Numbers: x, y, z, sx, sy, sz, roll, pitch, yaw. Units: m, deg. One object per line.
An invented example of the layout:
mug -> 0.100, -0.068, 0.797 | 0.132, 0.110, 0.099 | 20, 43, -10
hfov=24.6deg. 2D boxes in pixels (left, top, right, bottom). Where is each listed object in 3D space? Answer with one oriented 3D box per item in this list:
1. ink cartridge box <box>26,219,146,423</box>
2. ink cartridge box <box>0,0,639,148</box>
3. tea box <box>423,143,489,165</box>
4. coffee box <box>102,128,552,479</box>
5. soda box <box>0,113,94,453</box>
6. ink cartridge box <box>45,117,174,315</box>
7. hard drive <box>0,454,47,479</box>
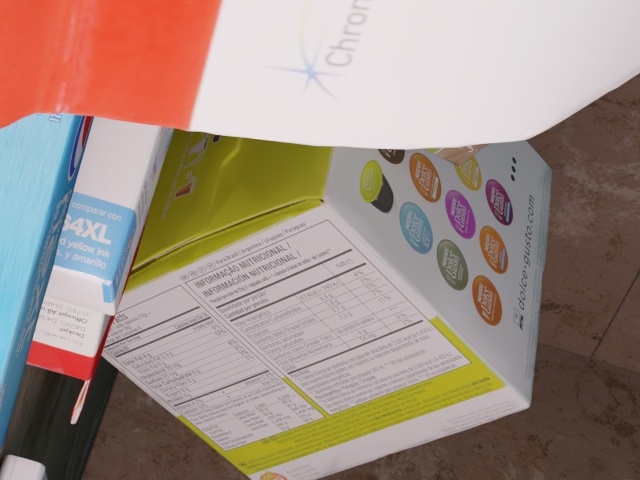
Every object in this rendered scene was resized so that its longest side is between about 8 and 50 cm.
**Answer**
ink cartridge box -> -0.134, -0.023, 0.795 | 0.134, 0.078, 0.231 | -77, -175, -46
ink cartridge box -> 0.040, -0.131, 0.294 | 0.385, 0.091, 0.308 | -33, 156, -39
tea box -> 0.108, -0.280, 1.251 | 0.329, 0.323, 0.220 | -37, -136, 39
coffee box -> 0.000, 0.000, 1.511 | 0.338, 0.334, 0.337 | -24, -143, 33
soda box -> -0.115, -0.011, 0.445 | 0.067, 0.071, 0.210 | -100, -153, -79
ink cartridge box -> -0.101, -0.056, 0.569 | 0.092, 0.090, 0.143 | 125, -18, -78
hard drive -> -0.303, 0.352, 1.284 | 0.203, 0.040, 0.307 | 119, -12, -71
